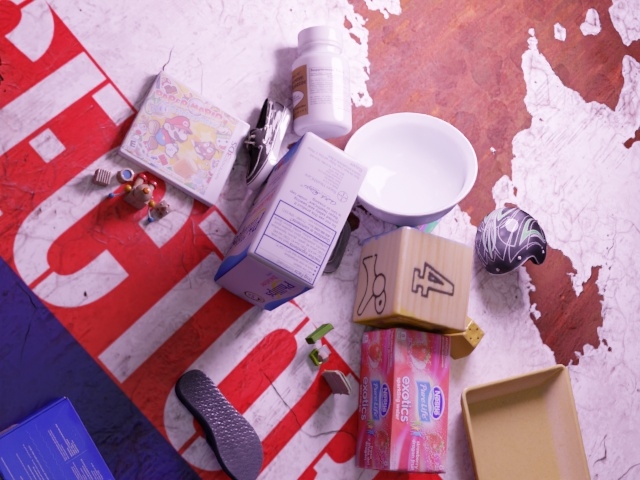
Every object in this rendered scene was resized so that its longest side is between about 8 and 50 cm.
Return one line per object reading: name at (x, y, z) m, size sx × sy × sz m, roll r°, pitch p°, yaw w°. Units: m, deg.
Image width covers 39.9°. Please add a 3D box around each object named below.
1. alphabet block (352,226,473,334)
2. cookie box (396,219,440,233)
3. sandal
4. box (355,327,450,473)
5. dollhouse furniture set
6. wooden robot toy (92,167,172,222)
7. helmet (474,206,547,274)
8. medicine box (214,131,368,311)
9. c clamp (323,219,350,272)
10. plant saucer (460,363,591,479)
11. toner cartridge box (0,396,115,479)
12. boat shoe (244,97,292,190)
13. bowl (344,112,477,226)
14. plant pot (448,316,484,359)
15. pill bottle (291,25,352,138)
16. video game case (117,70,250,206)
alphabet block at (0.204, 0.098, 1.955) m, size 0.193 × 0.192 × 0.197 m, roll 15°, pitch 74°, yaw -24°
cookie box at (0.220, -0.057, 2.077) m, size 0.107 × 0.040 × 0.092 m, roll 47°, pitch 63°, yaw -12°
sandal at (-0.200, 0.372, 1.765) m, size 0.097 × 0.054 × 0.254 m, roll -30°, pitch 86°, yaw -37°
box at (0.181, 0.350, 1.919) m, size 0.154 × 0.142 × 0.300 m, roll 12°, pitch 75°, yaw -27°
dollhouse furniture set at (0.029, 0.257, 1.892) m, size 0.058 × 0.076 × 0.152 m, roll -34°, pitch 97°, yaw -29°
wooden robot toy at (-0.359, -0.103, 1.746) m, size 0.173 × 0.079 × 0.076 m, roll 33°, pitch 67°, yaw -20°
helmet at (0.452, 0.003, 2.125) m, size 0.161 × 0.169 × 0.169 m, roll 10°, pitch 75°, yaw -43°
medicine box at (-0.064, -0.030, 1.779) m, size 0.149 × 0.263 × 0.289 m, roll 30°, pitch 67°, yaw -11°
c clamp at (0.000, 0.000, 1.956) m, size 0.137 × 0.022 × 0.161 m, roll 34°, pitch 67°, yaw -19°
plant saucer at (0.471, 0.485, 2.089) m, size 0.332 × 0.081 × 0.333 m, roll -7°, pitch 84°, yaw -30°
toner cartridge box at (-0.451, 0.473, 1.588) m, size 0.165 × 0.075 × 0.348 m, roll -30°, pitch 95°, yaw -29°
boat shoe at (-0.129, -0.208, 1.898) m, size 0.070 × 0.078 × 0.219 m, roll 30°, pitch 60°, yaw -23°
bowl at (0.198, -0.136, 1.994) m, size 0.298 × 0.134 × 0.298 m, roll 0°, pitch 55°, yaw 1°
plant pot at (0.334, 0.222, 2.062) m, size 0.081 × 0.083 × 0.081 m, roll 47°, pitch 63°, yaw -13°
pill bottle at (0.001, -0.351, 1.962) m, size 0.131 × 0.131 × 0.229 m, roll 4°, pitch 79°, yaw -28°
video game case at (-0.280, -0.212, 1.841) m, size 0.227 × 0.026 × 0.206 m, roll 30°, pitch 67°, yaw -20°
